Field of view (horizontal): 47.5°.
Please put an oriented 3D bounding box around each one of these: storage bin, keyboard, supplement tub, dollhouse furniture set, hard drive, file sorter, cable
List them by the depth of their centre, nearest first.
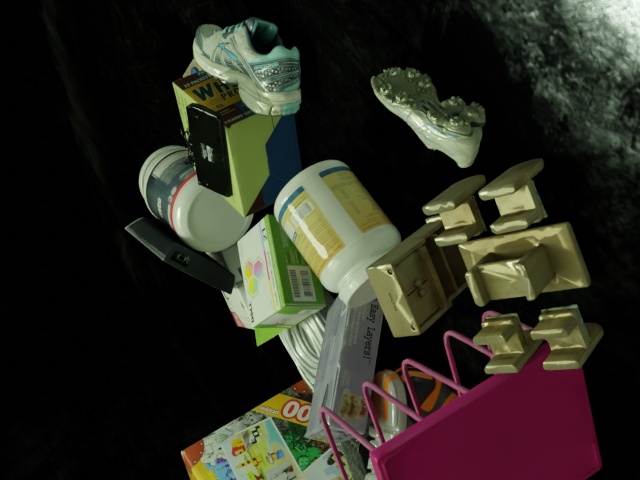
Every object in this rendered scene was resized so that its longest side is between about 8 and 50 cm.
[{"bbox_3d":[0.204,0.026,0.871,0.242,0.161,0.212,-13,104,45],"label":"dollhouse furniture set"},{"bbox_3d":[0.173,0.245,0.929,0.182,0.290,0.202,23,136,61],"label":"file sorter"},{"bbox_3d":[0.035,-0.010,1.128,0.200,0.144,0.144,54,156,21],"label":"supplement tub"},{"bbox_3d":[-0.193,-0.164,1.258,0.100,0.038,0.192,26,143,19],"label":"keyboard"},{"bbox_3d":[0.122,0.427,1.453,0.084,0.122,0.180,24,136,58],"label":"storage bin"},{"bbox_3d":[-0.008,0.199,1.531,0.257,0.089,0.257,51,154,29],"label":"cable"},{"bbox_3d":[-0.309,0.034,1.657,0.172,0.054,0.254,33,178,35],"label":"hard drive"},{"bbox_3d":[-0.291,-0.103,1.671,0.272,0.191,0.191,33,144,50],"label":"supplement tub"}]

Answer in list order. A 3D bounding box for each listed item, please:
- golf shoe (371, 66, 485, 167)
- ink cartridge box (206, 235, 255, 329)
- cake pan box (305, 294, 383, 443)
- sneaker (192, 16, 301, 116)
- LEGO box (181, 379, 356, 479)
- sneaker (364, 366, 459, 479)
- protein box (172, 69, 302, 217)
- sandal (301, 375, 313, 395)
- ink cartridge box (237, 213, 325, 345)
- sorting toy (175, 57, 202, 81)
[{"bbox_3d":[0.125,-0.148,0.889,0.176,0.069,0.086,45,158,39],"label":"golf shoe"},{"bbox_3d":[-0.193,0.105,1.823,0.158,0.092,0.218,-7,106,66],"label":"ink cartridge box"},{"bbox_3d":[0.042,0.207,1.254,0.246,0.070,0.267,120,162,-67],"label":"cake pan box"},{"bbox_3d":[-0.115,-0.317,1.206,0.283,0.110,0.122,41,132,37],"label":"sneaker"},{"bbox_3d":[-0.032,0.609,1.665,0.500,0.372,0.193,40,148,42],"label":"LEGO box"},{"bbox_3d":[0.171,0.366,1.165,0.124,0.180,0.321,3,90,64],"label":"sneaker"},{"bbox_3d":[-0.149,-0.192,1.336,0.201,0.136,0.200,42,150,41],"label":"protein box"},{"bbox_3d":[0.022,0.365,1.711,0.180,0.049,0.072,42,159,11],"label":"sandal"},{"bbox_3d":[-0.113,0.089,1.445,0.255,0.097,0.189,-37,58,46],"label":"ink cartridge box"},{"bbox_3d":[-0.271,-0.312,1.589,0.132,0.046,0.274,65,158,-4],"label":"sorting toy"}]
